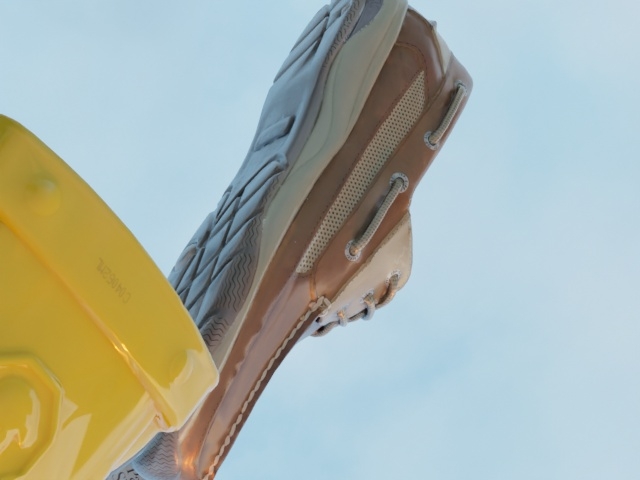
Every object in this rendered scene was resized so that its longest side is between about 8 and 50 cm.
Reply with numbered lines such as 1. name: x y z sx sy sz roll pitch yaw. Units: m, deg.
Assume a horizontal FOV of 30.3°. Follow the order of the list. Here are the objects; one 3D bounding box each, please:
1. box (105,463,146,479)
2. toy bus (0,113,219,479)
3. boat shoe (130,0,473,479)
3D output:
1. box: -0.127 0.315 1.032 0.067 0.063 0.324 -19 -100 -5
2. toy bus: -0.181 0.065 0.420 0.211 0.220 0.149 -56 -50 -29
3. boat shoe: 0.000 0.000 0.675 0.116 0.123 0.324 32 -106 -19
